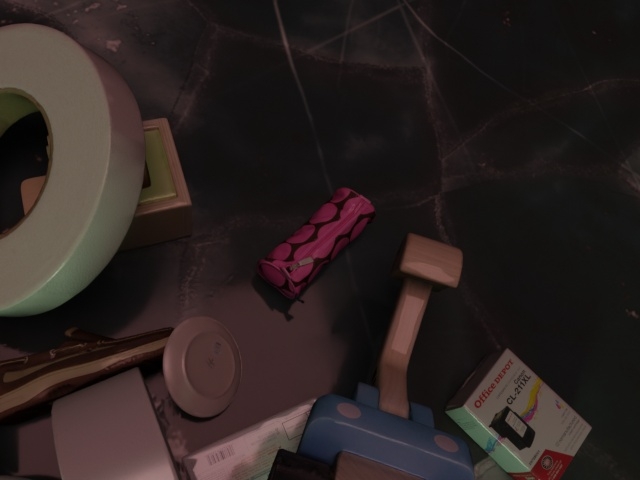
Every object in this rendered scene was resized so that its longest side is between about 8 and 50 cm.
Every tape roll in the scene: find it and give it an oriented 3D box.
[{"bbox_3d":[-0.410,-0.092,0.773,0.392,0.072,0.391,-4,80,22],"label":"tape roll"},{"bbox_3d":[-0.204,0.294,0.661,0.100,0.286,0.286,-20,74,-20],"label":"tape roll"}]

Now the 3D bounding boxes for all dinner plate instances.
[{"bbox_3d":[-0.159,0.175,0.821,0.141,0.017,0.141,27,54,-45],"label":"dinner plate"}]

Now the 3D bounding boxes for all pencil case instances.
[{"bbox_3d":[0.000,0.000,0.927,0.095,0.098,0.209,41,65,5],"label":"pencil case"}]

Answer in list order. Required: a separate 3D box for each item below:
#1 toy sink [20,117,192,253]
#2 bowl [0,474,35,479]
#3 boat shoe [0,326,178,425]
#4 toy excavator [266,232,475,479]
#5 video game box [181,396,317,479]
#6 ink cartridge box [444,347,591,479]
[{"bbox_3d":[-0.323,-0.071,0.864,0.234,0.131,0.152,-13,72,-17],"label":"toy sink"},{"bbox_3d":[-0.353,0.370,0.609,0.298,0.134,0.297,22,38,-19],"label":"bowl"},{"bbox_3d":[-0.321,0.158,0.796,0.258,0.095,0.095,-18,68,-18],"label":"boat shoe"},{"bbox_3d":[0.067,0.235,0.709,0.223,0.445,0.432,18,106,1],"label":"toy excavator"},{"bbox_3d":[-0.061,0.344,0.803,0.205,0.048,0.187,-19,73,-19],"label":"video game box"},{"bbox_3d":[0.301,0.274,0.899,0.175,0.072,0.127,44,67,6],"label":"ink cartridge box"}]
